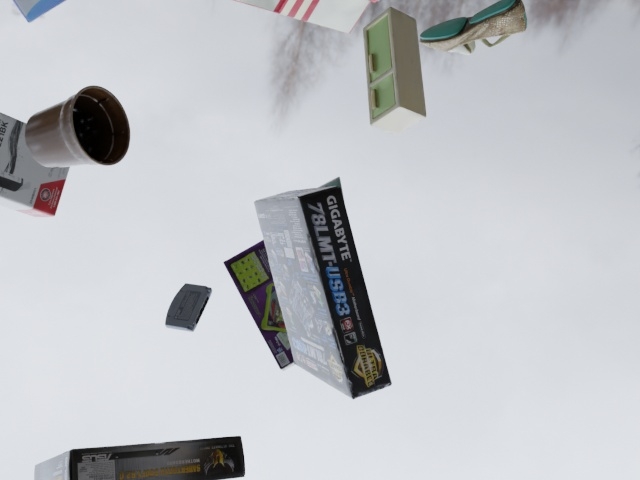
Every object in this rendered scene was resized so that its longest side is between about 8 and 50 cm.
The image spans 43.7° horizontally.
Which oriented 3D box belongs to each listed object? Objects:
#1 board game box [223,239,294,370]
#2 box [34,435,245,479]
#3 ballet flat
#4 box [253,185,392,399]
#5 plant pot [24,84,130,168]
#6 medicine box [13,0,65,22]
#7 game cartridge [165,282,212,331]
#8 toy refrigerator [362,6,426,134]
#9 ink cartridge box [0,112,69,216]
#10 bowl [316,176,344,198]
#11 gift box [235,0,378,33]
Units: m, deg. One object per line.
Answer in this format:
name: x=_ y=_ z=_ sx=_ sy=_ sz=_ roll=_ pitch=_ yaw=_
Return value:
board game box: x=-0.098 y=0.157 z=2.194 sx=0.347 sy=0.208 sz=0.056 roll=60 pitch=-179 yaw=17
box: x=-0.243 y=0.307 z=1.063 sx=0.231 sy=0.183 sz=0.056 roll=5 pitch=-113 yaw=-33
ballet flat: x=0.262 y=-0.353 z=1.370 sx=0.206 sy=0.067 sz=0.073 roll=-6 pitch=-140 yaw=48
box: x=-0.008 y=0.069 z=1.225 sx=0.073 sy=0.293 sz=0.295 roll=-17 pitch=-174 yaw=-16
plant pot: x=-0.518 y=-0.227 z=1.680 sx=0.165 sy=0.167 sz=0.167 roll=-7 pitch=-163 yaw=30
medicine box: x=-0.493 y=-0.569 z=1.508 sx=0.263 sy=0.149 sz=0.289 roll=-34 pitch=-144 yaw=-5
game cartridge: x=-0.211 y=0.106 z=1.268 sx=0.056 sy=0.017 sz=0.083 roll=9 pitch=-127 yaw=18
toy refrigerator: x=0.166 y=-0.391 z=1.843 sx=0.094 sy=0.102 sz=0.270 roll=14 pitch=-117 yaw=-36
ink cartridge box: x=-0.763 y=-0.191 z=1.941 sx=0.114 sy=0.197 sz=0.272 roll=1 pitch=164 yaw=46
bowl: x=0.000 y=0.000 z=2.089 sx=0.163 sy=0.312 sz=0.311 roll=-11 pitch=-151 yaw=2
gift box: x=-0.019 y=-0.469 z=1.099 sx=0.255 sy=0.276 sz=0.258 roll=3 pitch=-128 yaw=-29
